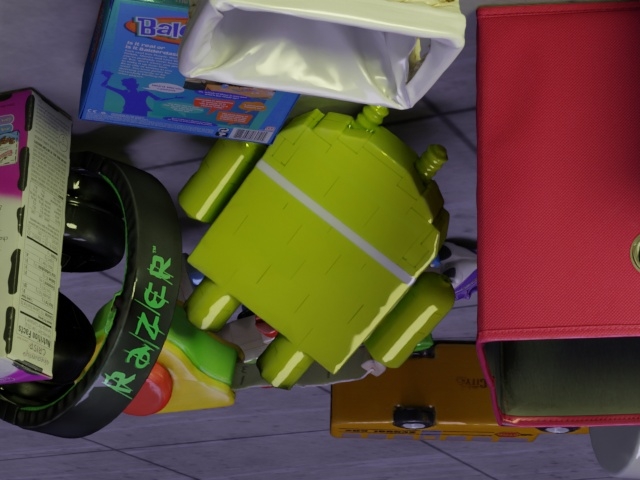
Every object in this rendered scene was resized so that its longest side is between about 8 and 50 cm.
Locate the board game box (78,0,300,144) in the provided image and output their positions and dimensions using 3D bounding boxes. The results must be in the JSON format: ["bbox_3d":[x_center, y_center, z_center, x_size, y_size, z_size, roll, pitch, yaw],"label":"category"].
[{"bbox_3d":[-0.088,-0.140,1.146,0.160,0.047,0.210,7,160,-14],"label":"board game box"}]

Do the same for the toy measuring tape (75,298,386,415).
[{"bbox_3d":[-0.107,0.096,1.439,0.330,0.121,0.121,-8,158,17],"label":"toy measuring tape"}]

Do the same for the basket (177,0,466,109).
[{"bbox_3d":[0.000,-0.162,1.001,0.167,0.103,0.113,8,159,-14],"label":"basket"}]

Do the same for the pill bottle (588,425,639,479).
[{"bbox_3d":[0.517,0.185,1.737,0.392,0.224,0.224,5,160,-9],"label":"pill bottle"}]

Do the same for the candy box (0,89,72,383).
[{"bbox_3d":[-0.296,0.003,1.282,0.159,0.233,0.071,-7,158,23],"label":"candy box"}]

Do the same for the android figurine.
[{"bbox_3d":[0.000,0.000,1.319,0.248,0.056,0.273,36,118,0],"label":"android figurine"}]

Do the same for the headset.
[{"bbox_3d":[-0.275,0.028,1.376,0.185,0.243,0.394,20,177,-36],"label":"headset"}]

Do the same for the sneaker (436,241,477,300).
[{"bbox_3d":[0.125,0.054,1.641,0.071,0.068,0.170,6,159,-29],"label":"sneaker"}]

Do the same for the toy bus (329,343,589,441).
[{"bbox_3d":[0.179,0.194,1.951,0.333,0.108,0.130,1,160,0],"label":"toy bus"}]

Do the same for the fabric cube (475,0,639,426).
[{"bbox_3d":[0.250,-0.013,1.169,0.254,0.258,0.259,-1,160,10],"label":"fabric cube"}]

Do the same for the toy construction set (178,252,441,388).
[{"bbox_3d":[-0.026,0.062,1.542,0.328,0.151,0.215,-2,166,15],"label":"toy construction set"}]
